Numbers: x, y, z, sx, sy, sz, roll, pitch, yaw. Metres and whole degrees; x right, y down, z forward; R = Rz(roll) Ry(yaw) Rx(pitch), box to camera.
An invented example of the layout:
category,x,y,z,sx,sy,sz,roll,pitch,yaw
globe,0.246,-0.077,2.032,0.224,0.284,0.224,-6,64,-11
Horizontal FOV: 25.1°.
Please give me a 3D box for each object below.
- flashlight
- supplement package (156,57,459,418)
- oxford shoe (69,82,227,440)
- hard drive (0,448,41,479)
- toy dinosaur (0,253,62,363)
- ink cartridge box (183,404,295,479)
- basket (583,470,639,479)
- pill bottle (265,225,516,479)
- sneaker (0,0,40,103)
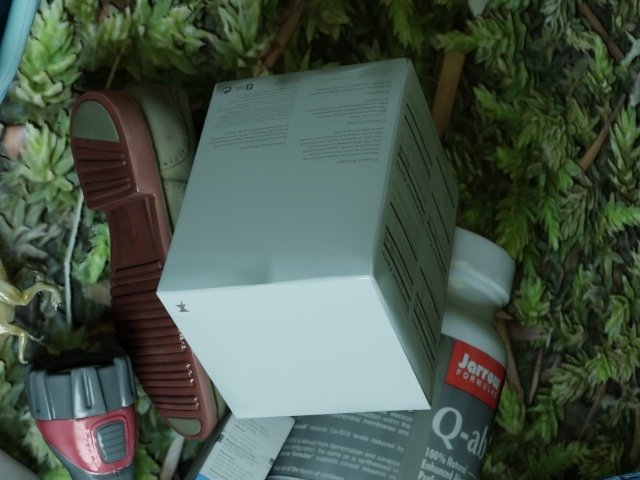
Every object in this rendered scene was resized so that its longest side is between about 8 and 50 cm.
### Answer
category,x,y,z,sx,sy,sz,roll,pitch,yaw
flashlight,-0.206,0.255,1.336,0.103,0.103,0.304,-46,131,-76
supplement package,0.000,0.000,1.336,0.198,0.199,0.263,64,28,-45
oxford shoe,-0.130,0.016,1.382,0.130,0.123,0.348,-20,102,-42
hard drive,-0.337,0.198,1.162,0.040,0.203,0.307,-34,128,14
toy dinosaur,-0.287,0.046,1.300,0.092,0.053,0.183,2,88,-36
ink cartridge box,-0.086,0.218,1.388,0.060,0.104,0.180,33,50,-4
basket,0.343,0.370,1.633,0.254,0.289,0.201,-9,95,-39
pill bottle,0.074,0.171,1.476,0.210,0.210,0.363,28,70,-34
sneaker,-0.331,-0.113,1.173,0.135,0.150,0.366,20,91,-18
